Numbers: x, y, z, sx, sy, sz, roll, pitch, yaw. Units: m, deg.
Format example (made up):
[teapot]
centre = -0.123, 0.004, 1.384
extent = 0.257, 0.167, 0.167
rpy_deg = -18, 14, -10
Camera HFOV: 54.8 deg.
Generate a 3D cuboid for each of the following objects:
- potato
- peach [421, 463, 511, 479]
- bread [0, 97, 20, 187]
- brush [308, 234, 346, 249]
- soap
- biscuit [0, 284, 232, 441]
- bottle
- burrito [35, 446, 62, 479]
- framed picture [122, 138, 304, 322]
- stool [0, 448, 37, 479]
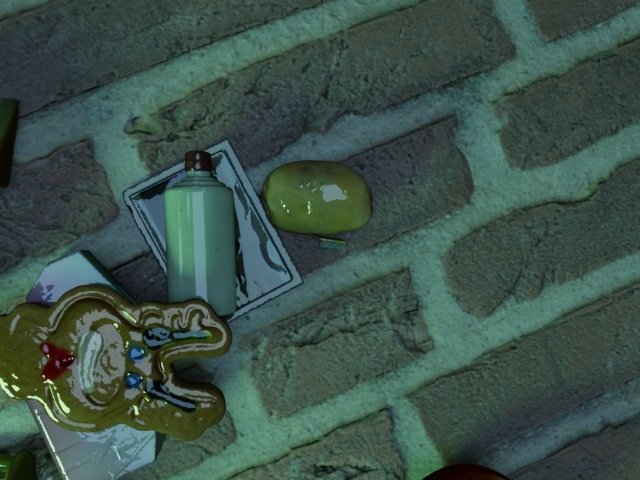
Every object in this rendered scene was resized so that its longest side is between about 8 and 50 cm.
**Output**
[potato]
centre = -0.006, -0.067, 0.968
extent = 0.178, 0.118, 0.109
rpy_deg = 2, 54, 2
[peach]
centre = 0.224, 0.440, 0.967
extent = 0.197, 0.197, 0.197
rpy_deg = 0, 90, -9
[bread]
centre = -0.497, -0.152, 0.904
extent = 0.074, 0.084, 0.139
rpy_deg = 9, 88, -8
[brush]
centre = 0.000, 0.000, 1.012
extent = 0.083, 0.019, 0.021
rpy_deg = 13, 98, -10
[soap]
centre = -0.335, 0.182, 0.917
extent = 0.193, 0.109, 0.324
rpy_deg = -23, 92, -8
[biscuit]
centre = -0.289, 0.164, 0.843
extent = 0.334, 0.047, 0.202
rpy_deg = 9, 90, -5
[bottle]
centre = -0.180, -0.011, 0.926
extent = 0.104, 0.104, 0.245
rpy_deg = -2, 91, -9
[burrito]
centre = -0.403, 0.384, 0.939
extent = 0.055, 0.041, 0.149
rpy_deg = -7, 90, -16
[framed picture]
centre = -0.170, -0.003, 0.989
extent = 0.192, 0.018, 0.265
rpy_deg = -29, 94, -7
[stool]
centre = -0.483, 0.363, 0.894
extent = 0.110, 0.135, 0.134
rpy_deg = 1, 45, -6
